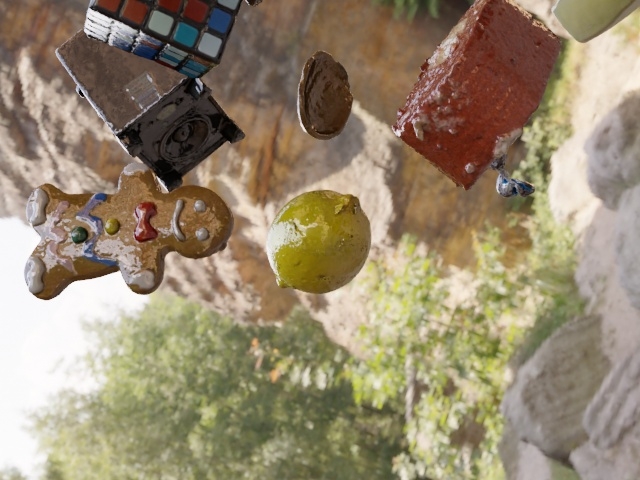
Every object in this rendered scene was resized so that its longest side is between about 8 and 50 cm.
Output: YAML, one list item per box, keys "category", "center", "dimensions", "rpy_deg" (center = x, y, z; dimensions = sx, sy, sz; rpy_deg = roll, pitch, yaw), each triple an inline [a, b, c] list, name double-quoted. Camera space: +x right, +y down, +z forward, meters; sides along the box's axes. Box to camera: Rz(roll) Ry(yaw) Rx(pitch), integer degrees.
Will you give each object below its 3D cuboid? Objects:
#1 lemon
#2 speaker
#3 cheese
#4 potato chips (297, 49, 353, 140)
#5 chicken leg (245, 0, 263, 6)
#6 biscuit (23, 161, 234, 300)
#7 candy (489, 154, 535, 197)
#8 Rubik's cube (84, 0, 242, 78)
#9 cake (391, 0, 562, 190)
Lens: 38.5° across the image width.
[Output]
- category: "lemon"
  center: [0.000, 0.000, 1.527]
  dimensions: [0.206, 0.173, 0.173]
  rpy_deg: [-55, 8, 36]
- category: "speaker"
  center: [-0.295, -0.247, 1.616]
  dimensions: [0.184, 0.254, 0.232]
  rpy_deg: [-39, -24, 0]
- category: "cheese"
  center: [0.604, -0.521, 1.748]
  dimensions: [0.265, 0.124, 0.242]
  rpy_deg: [-38, -9, -24]
- category: "potato chips"
  center: [0.000, -0.276, 1.770]
  dimensions: [0.150, 0.049, 0.202]
  rpy_deg: [51, -133, -39]
- category: "chicken leg"
  center: [-0.100, -0.345, 0.962]
  dimensions: [0.093, 0.053, 0.205]
  rpy_deg: [-125, 21, -57]
- category: "biscuit"
  center: [-0.187, -0.013, 0.892]
  dimensions: [0.031, 0.205, 0.138]
  rpy_deg: [84, -178, -67]
- category: "candy"
  center: [0.361, -0.180, 1.887]
  dimensions: [0.051, 0.226, 0.094]
  rpy_deg: [-45, 14, -28]
- category: "Rubik's cube"
  center: [-0.207, -0.347, 1.262]
  dimensions: [0.182, 0.184, 0.187]
  rpy_deg: [-171, 100, -73]
- category: "cake"
  center: [0.217, -0.209, 1.222]
  dimensions: [0.177, 0.151, 0.283]
  rpy_deg: [-38, 16, 53]
